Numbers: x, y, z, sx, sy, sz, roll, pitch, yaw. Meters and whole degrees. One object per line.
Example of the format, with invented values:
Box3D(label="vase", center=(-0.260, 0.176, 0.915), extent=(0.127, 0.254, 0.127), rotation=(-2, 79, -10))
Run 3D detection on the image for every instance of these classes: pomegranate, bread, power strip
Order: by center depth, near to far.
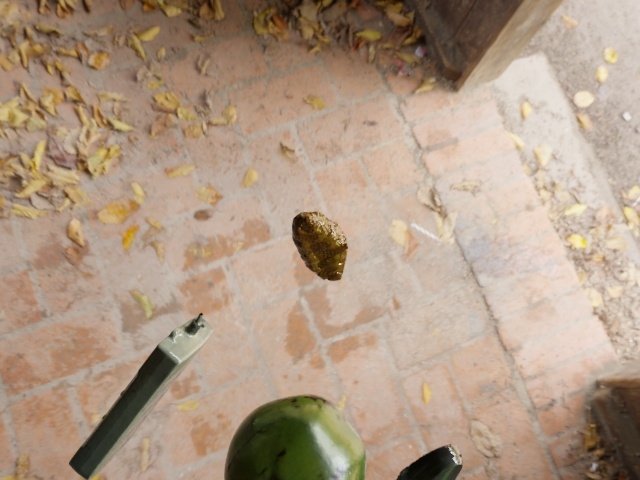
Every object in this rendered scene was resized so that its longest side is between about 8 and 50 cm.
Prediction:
Box3D(label="power strip", center=(-0.171, 0.151, 0.609), extent=(0.029, 0.080, 0.227), rotation=(41, 112, 4))
Box3D(label="pomegranate", center=(-0.034, 0.388, 1.083), extent=(0.254, 0.271, 0.254), rotation=(4, 98, 27))
Box3D(label="bread", center=(0.000, 0.000, 1.296), extent=(0.105, 0.233, 0.076), rotation=(-22, 52, 5))

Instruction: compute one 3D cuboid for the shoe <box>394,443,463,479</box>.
Box3D(label="shoe", center=(0.193, 0.518, 1.165), extent=(0.109, 0.293, 0.149), rotation=(11, 35, -32))
